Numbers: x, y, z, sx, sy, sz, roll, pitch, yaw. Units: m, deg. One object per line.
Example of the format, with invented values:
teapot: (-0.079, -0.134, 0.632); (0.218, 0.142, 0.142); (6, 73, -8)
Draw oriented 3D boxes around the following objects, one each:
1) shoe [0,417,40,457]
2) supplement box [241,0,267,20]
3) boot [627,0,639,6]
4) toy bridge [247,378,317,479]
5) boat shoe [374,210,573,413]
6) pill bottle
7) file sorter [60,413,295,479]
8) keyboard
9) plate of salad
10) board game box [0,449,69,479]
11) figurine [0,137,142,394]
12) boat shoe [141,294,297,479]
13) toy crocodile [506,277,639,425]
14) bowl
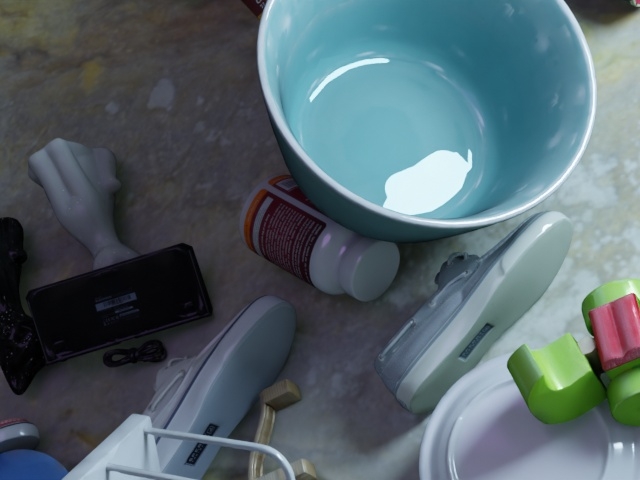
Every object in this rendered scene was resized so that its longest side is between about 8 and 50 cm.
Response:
shoe: (-0.371, 0.202, 1.890); (0.178, 0.063, 0.081); (-26, 60, 22)
supplement box: (-0.008, -0.261, 1.828); (0.129, 0.194, 0.191); (-44, 52, 5)
boot: (0.292, -0.348, 1.766); (0.179, 0.085, 0.236); (31, 91, 36)
toy bridge: (-0.035, 0.225, 1.703); (0.063, 0.026, 0.188); (-26, 56, 20)
boat shoe: (0.133, 0.051, 1.658); (0.227, 0.079, 0.081); (-50, 56, 4)
pill bottle: (0.000, 0.000, 1.759); (0.152, 0.086, 0.086); (30, 83, 38)
file sorter: (-0.144, 0.306, 1.546); (0.173, 0.192, 0.278); (5, 27, 26)
keyboard: (-0.200, 0.077, 1.847); (0.180, 0.023, 0.108); (-17, 91, 8)
plate of salad: (0.184, 0.190, 1.578); (0.200, 0.048, 0.199); (-8, 63, 16)
board game box: (-0.299, 0.296, 1.822); (0.133, 0.033, 0.168); (32, 87, 31)
figurine: (-0.279, 0.027, 1.922); (0.215, 0.092, 0.209); (-35, 61, 10)
boat shoe: (-0.125, 0.151, 1.751); (0.084, 0.095, 0.258); (34, 85, 34)
toy crocodile: (0.322, 0.065, 1.513); (0.341, 0.105, 0.115); (-19, 57, 14)
bowl: (0.081, -0.120, 1.679); (0.312, 0.163, 0.311); (5, 64, -10)
